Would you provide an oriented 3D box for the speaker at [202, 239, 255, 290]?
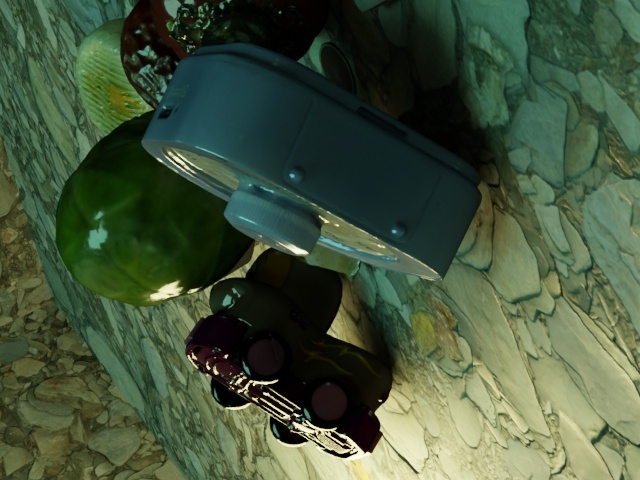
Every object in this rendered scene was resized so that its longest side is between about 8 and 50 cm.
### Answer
[{"bbox_3d":[-0.248,0.002,2.607,0.388,0.180,0.184,34,151,56],"label":"speaker"}]

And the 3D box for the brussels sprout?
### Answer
[{"bbox_3d":[-0.234,-0.063,2.217,0.281,0.354,0.289,38,138,-10],"label":"brussels sprout"}]

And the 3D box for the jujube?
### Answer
[{"bbox_3d":[-0.189,-0.263,2.102,0.243,0.183,0.183,53,157,26],"label":"jujube"}]

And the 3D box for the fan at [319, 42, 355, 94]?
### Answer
[{"bbox_3d":[0.013,-0.220,1.916,0.085,0.005,0.133,66,159,-8],"label":"fan"}]

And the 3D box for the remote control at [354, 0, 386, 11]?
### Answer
[{"bbox_3d":[0.080,-0.323,1.580,0.103,0.034,0.250,65,161,-5],"label":"remote control"}]

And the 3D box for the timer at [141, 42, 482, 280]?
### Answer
[{"bbox_3d":[-0.033,-0.077,1.708,0.395,0.173,0.395,23,174,3],"label":"timer"}]

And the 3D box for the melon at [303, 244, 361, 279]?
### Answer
[{"bbox_3d":[0.005,0.001,2.088,0.139,0.093,0.202,54,164,3],"label":"melon"}]

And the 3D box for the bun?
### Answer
[{"bbox_3d":[-0.310,-0.266,2.454,0.244,0.153,0.243,22,123,41],"label":"bun"}]

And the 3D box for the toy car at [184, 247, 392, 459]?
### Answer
[{"bbox_3d":[-0.027,0.169,2.220,0.341,0.240,0.271,35,160,-4],"label":"toy car"}]

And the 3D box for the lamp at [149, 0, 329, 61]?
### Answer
[{"bbox_3d":[-0.101,-0.309,1.791,0.227,0.227,0.227,51,156,32],"label":"lamp"}]
